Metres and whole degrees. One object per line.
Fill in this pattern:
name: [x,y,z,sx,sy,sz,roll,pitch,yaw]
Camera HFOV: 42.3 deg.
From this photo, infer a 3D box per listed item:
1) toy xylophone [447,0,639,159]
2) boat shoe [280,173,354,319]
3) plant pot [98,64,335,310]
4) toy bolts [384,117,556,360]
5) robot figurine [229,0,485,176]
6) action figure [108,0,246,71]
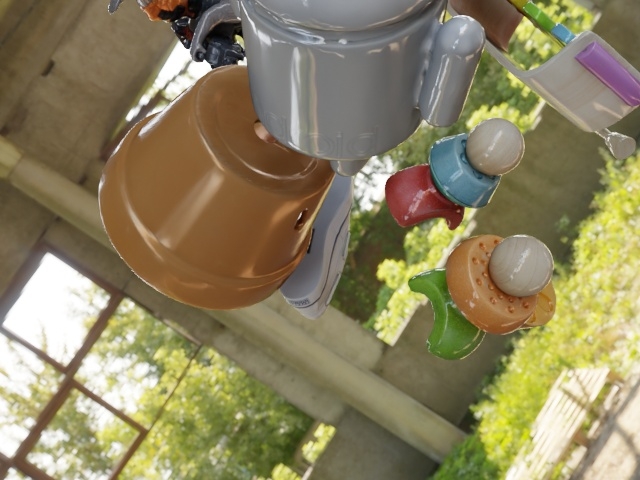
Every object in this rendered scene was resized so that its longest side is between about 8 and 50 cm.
toy xylophone: [0.263,-0.218,0.958,0.081,0.236,0.323,-49,40,19]
boat shoe: [0.000,0.000,1.289,0.084,0.095,0.258,58,-136,-50]
plant pot: [-0.112,-0.083,1.056,0.203,0.291,0.291,-45,4,46]
toy bolts: [0.194,-0.014,0.878,0.218,0.229,0.158,-3,-25,-36]
robot figurine: [0.023,-0.218,0.810,0.200,0.299,0.354,-52,-21,-27]
action figure: [-0.207,-0.405,1.435,0.330,0.341,0.179,11,-64,-39]
